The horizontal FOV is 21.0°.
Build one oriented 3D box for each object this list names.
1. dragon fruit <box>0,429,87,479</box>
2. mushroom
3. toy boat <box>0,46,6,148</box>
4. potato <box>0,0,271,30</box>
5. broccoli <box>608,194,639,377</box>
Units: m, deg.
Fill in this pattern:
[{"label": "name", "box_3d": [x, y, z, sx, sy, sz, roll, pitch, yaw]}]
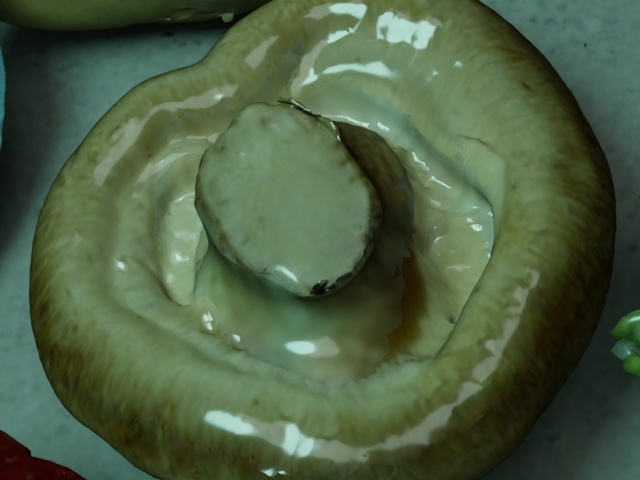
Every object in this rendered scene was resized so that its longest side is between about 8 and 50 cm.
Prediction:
[{"label": "dragon fruit", "box_3d": [-0.075, 0.246, 0.726, 0.329, 0.286, 0.228, 3, 26, -15]}, {"label": "mushroom", "box_3d": [0.000, 0.000, 0.787, 0.278, 0.146, 0.278, -5, 61, 10]}, {"label": "toy boat", "box_3d": [-0.219, -0.056, 0.855, 0.102, 0.088, 0.215, 26, 102, 52]}, {"label": "potato", "box_3d": [-0.072, -0.184, 0.860, 0.234, 0.161, 0.128, -8, 32, -3]}, {"label": "broccoli", "box_3d": [0.275, 0.080, 0.587, 0.353, 0.397, 0.275, 16, 72, 5]}]
